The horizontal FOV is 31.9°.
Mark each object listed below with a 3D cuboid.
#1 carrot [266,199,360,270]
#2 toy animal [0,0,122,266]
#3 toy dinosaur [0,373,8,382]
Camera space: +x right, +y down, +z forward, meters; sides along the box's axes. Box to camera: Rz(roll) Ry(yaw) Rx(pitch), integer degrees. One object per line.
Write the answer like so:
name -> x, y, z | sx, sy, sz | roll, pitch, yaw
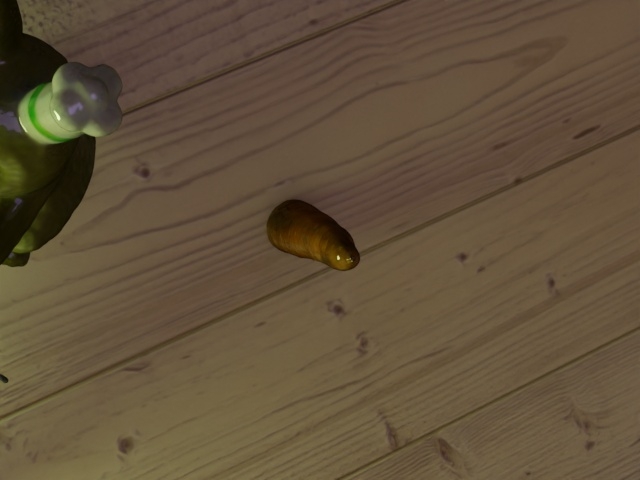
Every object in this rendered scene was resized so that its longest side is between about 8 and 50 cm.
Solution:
carrot -> 0.000, 0.000, 1.134 | 0.061, 0.210, 0.061 | -3, 100, -17
toy animal -> -0.273, -0.092, 0.931 | 0.180, 0.363, 0.181 | -40, 92, -11
toy dinosaur -> -0.396, 0.137, 1.100 | 0.207, 0.113, 0.327 | -10, 97, 10
